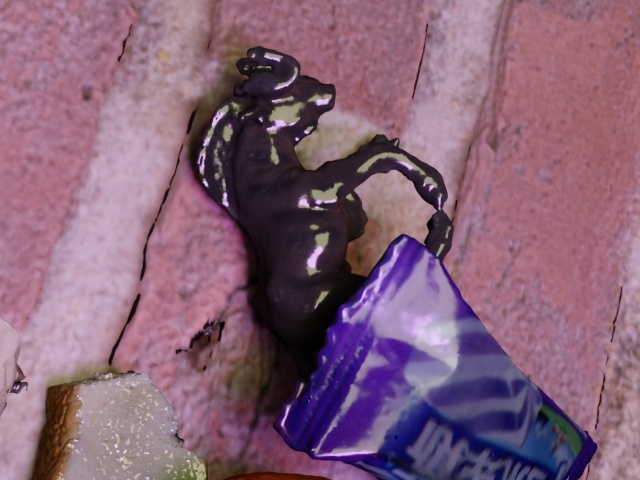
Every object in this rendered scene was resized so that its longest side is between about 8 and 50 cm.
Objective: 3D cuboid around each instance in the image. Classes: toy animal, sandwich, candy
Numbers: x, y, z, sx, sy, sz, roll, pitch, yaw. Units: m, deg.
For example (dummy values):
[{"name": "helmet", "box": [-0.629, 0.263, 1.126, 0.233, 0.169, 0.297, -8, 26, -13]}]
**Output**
[{"name": "toy animal", "box": [0.000, 0.000, 1.184, 0.148, 0.084, 0.232, -4, 83, -22]}, {"name": "sandwich", "box": [-0.108, 0.121, 1.091, 0.105, 0.036, 0.093, 27, 63, -28]}, {"name": "candy", "box": [0.080, 0.120, 1.167, 0.275, 0.070, 0.145, 47, 68, -39]}]

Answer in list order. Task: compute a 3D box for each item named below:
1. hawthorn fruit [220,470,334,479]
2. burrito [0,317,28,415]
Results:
[{"name": "hawthorn fruit", "box": [0.002, 0.218, 1.039, 0.179, 0.200, 0.179, -16, 113, -45]}, {"name": "burrito", "box": [-0.204, 0.126, 1.015, 0.041, 0.045, 0.185, 62, 41, -51]}]
